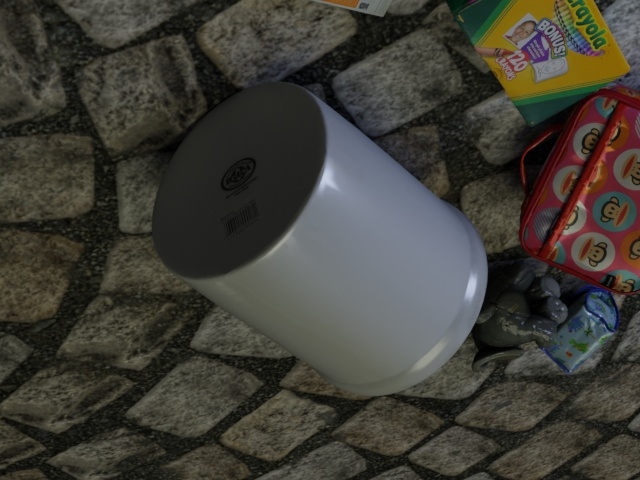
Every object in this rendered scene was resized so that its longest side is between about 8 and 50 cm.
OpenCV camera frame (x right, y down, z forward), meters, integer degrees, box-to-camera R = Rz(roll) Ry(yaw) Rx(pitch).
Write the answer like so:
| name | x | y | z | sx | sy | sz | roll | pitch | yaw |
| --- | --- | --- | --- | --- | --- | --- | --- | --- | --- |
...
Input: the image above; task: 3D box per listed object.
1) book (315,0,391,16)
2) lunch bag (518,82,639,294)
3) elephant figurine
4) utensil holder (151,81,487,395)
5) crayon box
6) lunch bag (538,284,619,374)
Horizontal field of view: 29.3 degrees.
| name | x | y | z | sx | sy | sz | roll | pitch | yaw |
| --- | --- | --- | --- | --- | --- | --- | --- | --- | --- |
| book | 0.039 | -0.344 | 1.562 | 0.144 | 0.035 | 0.096 | 9 | 131 | -29 |
| lunch bag | 0.430 | -0.088 | 1.855 | 0.258 | 0.120 | 0.293 | 25 | 111 | 4 |
| elephant figurine | 0.317 | 0.159 | 2.174 | 0.186 | 0.169 | 0.239 | 29 | 145 | -8 |
| utensil holder | 0.000 | 0.000 | 1.733 | 0.328 | 0.327 | 0.385 | -34 | 135 | 20 |
| crayon box | 0.296 | -0.293 | 1.675 | 0.165 | 0.081 | 0.278 | -30 | 139 | 15 |
| lunch bag | 0.475 | 0.153 | 2.235 | 0.129 | 0.096 | 0.151 | -47 | 176 | 25 |
